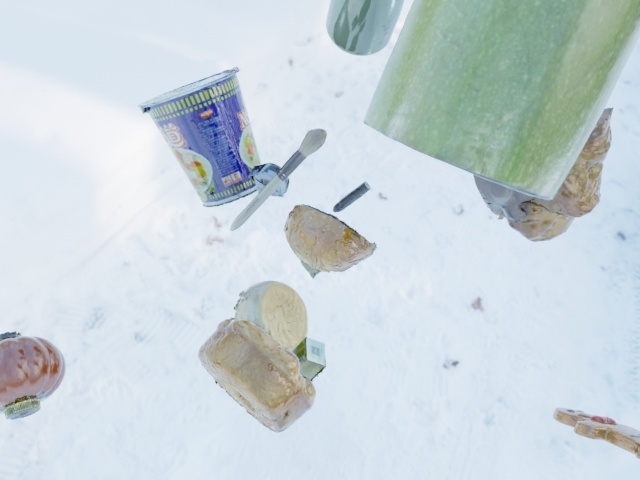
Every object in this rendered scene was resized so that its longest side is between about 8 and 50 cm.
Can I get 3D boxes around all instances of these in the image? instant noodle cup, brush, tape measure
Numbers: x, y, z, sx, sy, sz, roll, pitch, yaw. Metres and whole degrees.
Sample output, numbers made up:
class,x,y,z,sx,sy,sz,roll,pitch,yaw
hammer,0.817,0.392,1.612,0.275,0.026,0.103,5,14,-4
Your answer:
class,x,y,z,sx,sy,sz,roll,pitch,yaw
instant noodle cup,-0.291,-0.267,1.529,0.284,0.312,0.284,-18,22,7
brush,-0.093,-0.124,1.196,0.039,0.299,0.042,30,22,-41
tape measure,-0.124,-0.150,1.395,0.094,0.091,0.054,7,50,36

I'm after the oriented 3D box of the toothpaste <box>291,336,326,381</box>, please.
class,x,y,z,sx,sy,sz,roll,pitch,yaw
toothpaste,-0.092,0.401,1.628,0.071,0.313,0.089,23,37,-23

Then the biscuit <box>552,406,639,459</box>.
class,x,y,z,sx,sy,sz,roll,pitch,yaw
biscuit,0.539,0.348,1.036,0.166,0.036,0.250,14,-3,-27

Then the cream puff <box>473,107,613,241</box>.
class,x,y,z,sx,sy,sz,roll,pitch,yaw
cream puff,0.334,-0.130,0.887,0.155,0.268,0.241,-16,12,-20

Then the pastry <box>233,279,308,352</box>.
class,x,y,z,sx,sy,sz,roll,pitch,yaw
pastry,-0.152,0.250,1.752,0.265,0.133,0.264,32,45,-38

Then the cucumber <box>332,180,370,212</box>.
class,x,y,z,sx,sy,sz,roll,pitch,yaw
cucumber,0.086,-0.121,1.638,0.032,0.133,0.032,39,29,-26

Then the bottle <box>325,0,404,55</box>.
class,x,y,z,sx,sy,sz,roll,pitch,yaw
bottle,0.118,-0.570,1.230,0.169,0.347,0.168,3,69,-9

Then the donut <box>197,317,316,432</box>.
class,x,y,z,sx,sy,sz,roll,pitch,yaw
donut,-0.161,0.336,1.431,0.150,0.317,0.299,-46,114,-25

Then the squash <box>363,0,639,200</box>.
class,x,y,z,sx,sy,sz,roll,pitch,yaw
squash,0.242,-0.268,0.678,0.263,0.384,0.263,22,13,-5

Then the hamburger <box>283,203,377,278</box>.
class,x,y,z,sx,sy,sz,roll,pitch,yaw
hamburger,0.000,0.006,0.980,0.176,0.087,0.102,28,62,22

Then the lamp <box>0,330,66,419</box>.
class,x,y,z,sx,sy,sz,roll,pitch,yaw
lamp,-0.717,0.314,1.329,0.223,0.223,0.196,-16,70,-28
